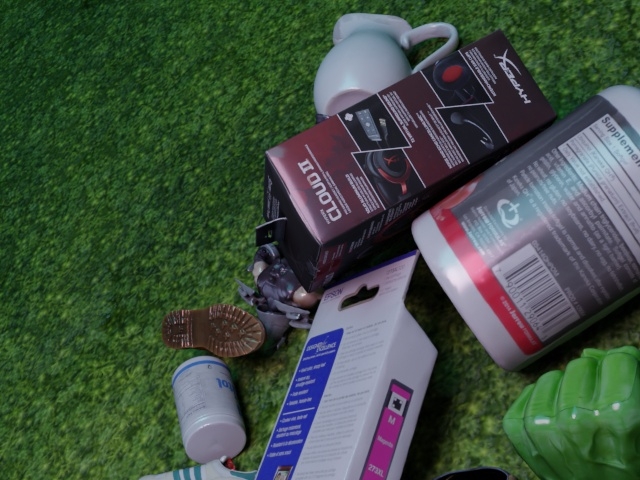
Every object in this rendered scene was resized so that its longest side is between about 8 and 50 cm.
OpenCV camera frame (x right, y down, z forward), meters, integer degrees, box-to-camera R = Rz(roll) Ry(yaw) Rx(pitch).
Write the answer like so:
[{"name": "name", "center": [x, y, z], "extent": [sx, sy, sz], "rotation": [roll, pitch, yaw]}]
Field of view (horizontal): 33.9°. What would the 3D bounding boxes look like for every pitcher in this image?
[{"name": "pitcher", "center": [0.086, -0.217, 1.351], "extent": [0.177, 0.126, 0.207], "rotation": [-7, 37, 18]}]

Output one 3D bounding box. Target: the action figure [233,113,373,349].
[{"name": "action figure", "center": [0.000, 0.000, 1.227], "extent": [0.185, 0.099, 0.285], "rotation": [21, 83, 41]}]

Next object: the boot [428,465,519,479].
[{"name": "boot", "center": [0.102, 0.230, 0.913], "extent": [0.219, 0.106, 0.082], "rotation": [-12, 49, 33]}]

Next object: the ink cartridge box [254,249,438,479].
[{"name": "ink cartridge box", "center": [0.012, 0.195, 1.000], "extent": [0.175, 0.069, 0.371], "rotation": [-25, 40, 55]}]

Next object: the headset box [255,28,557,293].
[{"name": "headset box", "center": [0.066, -0.065, 1.067], "extent": [0.293, 0.218, 0.110], "rotation": [-29, 79, -10]}]

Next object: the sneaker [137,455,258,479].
[{"name": "sneaker", "center": [-0.127, 0.266, 1.124], "extent": [0.161, 0.057, 0.075], "rotation": [-3, 32, 42]}]

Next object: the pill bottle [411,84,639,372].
[{"name": "pill bottle", "center": [0.258, -0.032, 0.974], "extent": [0.318, 0.176, 0.176], "rotation": [-34, 39, 8]}]

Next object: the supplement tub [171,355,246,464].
[{"name": "supplement tub", "center": [-0.125, 0.187, 1.171], "extent": [0.071, 0.071, 0.107], "rotation": [-34, 40, 9]}]

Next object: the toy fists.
[{"name": "toy fists", "center": [0.283, 0.138, 0.821], "extent": [0.279, 0.142, 0.096], "rotation": [-12, 47, 31]}]

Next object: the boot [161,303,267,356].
[{"name": "boot", "center": [-0.104, 0.105, 1.220], "extent": [0.157, 0.084, 0.059], "rotation": [1, 83, 45]}]
